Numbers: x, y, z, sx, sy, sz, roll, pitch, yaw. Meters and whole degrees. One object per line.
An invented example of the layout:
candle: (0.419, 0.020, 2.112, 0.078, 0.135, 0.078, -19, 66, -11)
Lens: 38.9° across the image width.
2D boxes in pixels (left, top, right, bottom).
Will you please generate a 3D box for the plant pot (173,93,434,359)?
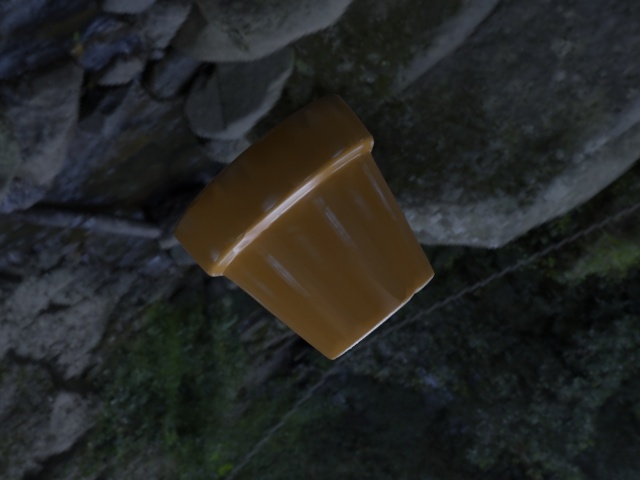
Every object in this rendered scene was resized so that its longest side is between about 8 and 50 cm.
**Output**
plant pot: (0.000, 0.000, 0.854, 0.205, 0.188, 0.205, -40, 177, -3)
